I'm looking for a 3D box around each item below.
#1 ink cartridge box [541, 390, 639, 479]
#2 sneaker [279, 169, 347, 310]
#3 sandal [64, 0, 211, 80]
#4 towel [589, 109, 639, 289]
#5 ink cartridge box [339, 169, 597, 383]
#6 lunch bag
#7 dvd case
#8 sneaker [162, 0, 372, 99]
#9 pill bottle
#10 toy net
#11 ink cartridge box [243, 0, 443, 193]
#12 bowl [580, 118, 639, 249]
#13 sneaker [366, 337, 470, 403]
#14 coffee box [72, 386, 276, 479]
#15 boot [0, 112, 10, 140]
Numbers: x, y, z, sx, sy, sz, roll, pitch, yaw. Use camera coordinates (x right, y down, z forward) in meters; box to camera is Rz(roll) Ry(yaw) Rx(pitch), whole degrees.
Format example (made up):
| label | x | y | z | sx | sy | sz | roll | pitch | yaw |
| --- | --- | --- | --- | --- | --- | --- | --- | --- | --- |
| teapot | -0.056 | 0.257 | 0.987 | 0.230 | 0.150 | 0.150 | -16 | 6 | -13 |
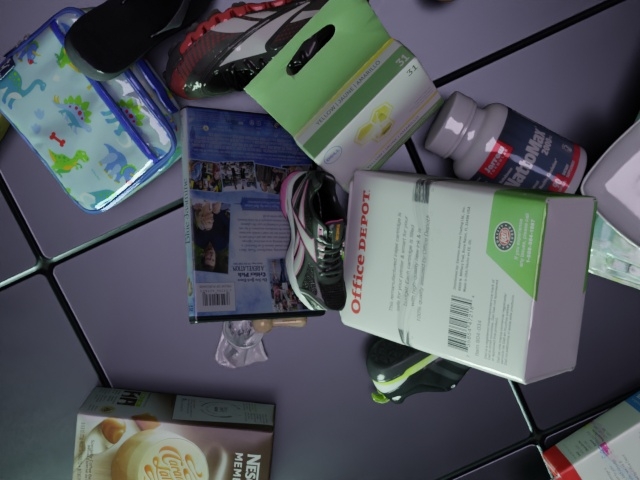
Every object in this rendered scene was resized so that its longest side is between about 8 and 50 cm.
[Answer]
| label | x | y | z | sx | sy | sz | roll | pitch | yaw |
| --- | --- | --- | --- | --- | --- | --- | --- | --- | --- |
| ink cartridge box | 0.398 | 0.316 | 1.109 | 0.231 | 0.078 | 0.134 | -33 | 98 | 2 |
| sneaker | 0.000 | 0.000 | 0.981 | 0.071 | 0.077 | 0.178 | -16 | 93 | -34 |
| sandal | -0.189 | -0.276 | 0.947 | 0.097 | 0.054 | 0.255 | 41 | 54 | -17 |
| towel | 0.536 | -0.078 | 1.008 | 0.320 | 0.090 | 0.375 | 24 | 101 | 15 |
| ink cartridge box | 0.162 | 0.029 | 0.960 | 0.114 | 0.272 | 0.199 | -4 | 103 | -44 |
| lunch bag | -0.272 | -0.159 | 0.987 | 0.176 | 0.090 | 0.219 | -32 | 99 | 19 |
| dvd case | -0.079 | -0.030 | 0.993 | 0.180 | 0.022 | 0.253 | 1 | 83 | -34 |
| sneaker | -0.054 | -0.225 | 0.983 | 0.275 | 0.098 | 0.135 | -23 | 64 | 0 |
| pill bottle | 0.227 | -0.108 | 1.026 | 0.180 | 0.108 | 0.108 | 27 | 96 | -6 |
| toy net | -0.063 | 0.075 | 1.072 | 0.232 | 0.045 | 0.122 | -43 | 98 | 4 |
| ink cartridge box | 0.038 | -0.167 | 0.958 | 0.171 | 0.235 | 0.056 | -45 | 61 | 5 |
| bowl | 0.400 | -0.065 | 0.979 | 0.142 | 0.053 | 0.142 | 44 | 104 | 11 |
| sneaker | 0.170 | 0.145 | 1.089 | 0.234 | 0.084 | 0.097 | -23 | 122 | 2 |
| coffee box | -0.187 | 0.282 | 1.069 | 0.246 | 0.098 | 0.141 | 5 | 98 | -3 |
| boot | -0.501 | -0.122 | 1.010 | 0.165 | 0.077 | 0.213 | 33 | 90 | -7 |
